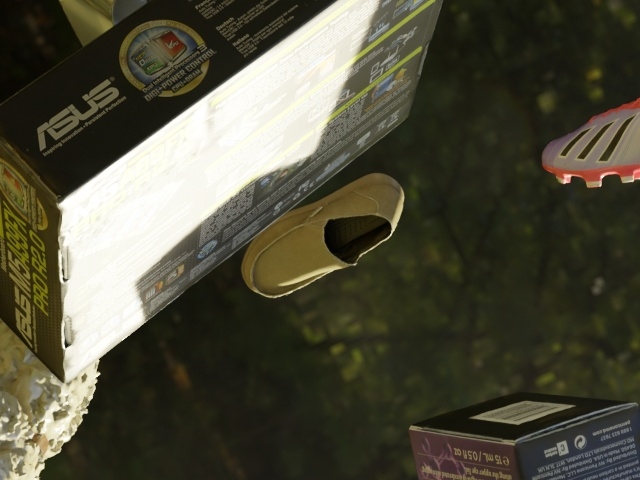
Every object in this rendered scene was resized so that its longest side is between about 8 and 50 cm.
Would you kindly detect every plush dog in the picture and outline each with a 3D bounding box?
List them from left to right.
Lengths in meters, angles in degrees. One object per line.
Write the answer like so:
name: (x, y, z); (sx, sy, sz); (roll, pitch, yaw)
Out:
plush dog: (-0.241, 0.126, 1.350); (0.210, 0.225, 0.262); (38, -31, 5)

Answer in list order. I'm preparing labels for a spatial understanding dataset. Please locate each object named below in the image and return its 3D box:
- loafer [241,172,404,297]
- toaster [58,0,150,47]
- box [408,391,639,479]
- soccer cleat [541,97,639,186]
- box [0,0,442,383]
loafer: (0.000, 0.000, 1.513); (0.056, 0.148, 0.050); (47, 19, -25)
toaster: (-0.076, -0.155, 1.245); (0.110, 0.186, 0.168); (40, -17, 48)
box: (0.162, 0.221, 1.376); (0.153, 0.108, 0.207); (-5, -82, 64)
soccer cleat: (0.306, -0.102, 1.767); (0.248, 0.083, 0.095); (-2, -84, 47)
box: (-0.051, -0.064, 1.009); (0.060, 0.270, 0.216); (45, -23, 16)
